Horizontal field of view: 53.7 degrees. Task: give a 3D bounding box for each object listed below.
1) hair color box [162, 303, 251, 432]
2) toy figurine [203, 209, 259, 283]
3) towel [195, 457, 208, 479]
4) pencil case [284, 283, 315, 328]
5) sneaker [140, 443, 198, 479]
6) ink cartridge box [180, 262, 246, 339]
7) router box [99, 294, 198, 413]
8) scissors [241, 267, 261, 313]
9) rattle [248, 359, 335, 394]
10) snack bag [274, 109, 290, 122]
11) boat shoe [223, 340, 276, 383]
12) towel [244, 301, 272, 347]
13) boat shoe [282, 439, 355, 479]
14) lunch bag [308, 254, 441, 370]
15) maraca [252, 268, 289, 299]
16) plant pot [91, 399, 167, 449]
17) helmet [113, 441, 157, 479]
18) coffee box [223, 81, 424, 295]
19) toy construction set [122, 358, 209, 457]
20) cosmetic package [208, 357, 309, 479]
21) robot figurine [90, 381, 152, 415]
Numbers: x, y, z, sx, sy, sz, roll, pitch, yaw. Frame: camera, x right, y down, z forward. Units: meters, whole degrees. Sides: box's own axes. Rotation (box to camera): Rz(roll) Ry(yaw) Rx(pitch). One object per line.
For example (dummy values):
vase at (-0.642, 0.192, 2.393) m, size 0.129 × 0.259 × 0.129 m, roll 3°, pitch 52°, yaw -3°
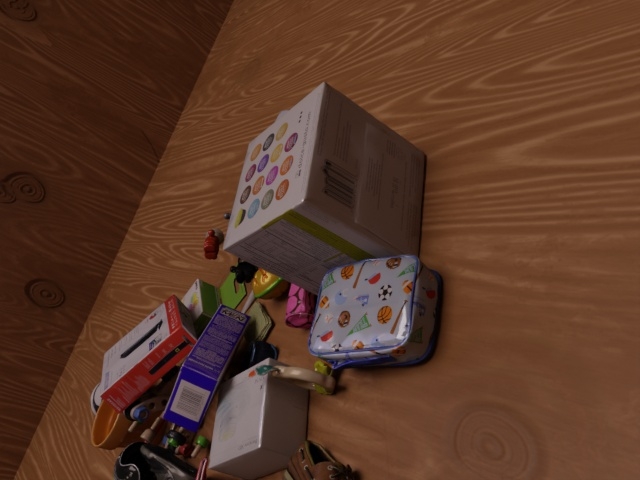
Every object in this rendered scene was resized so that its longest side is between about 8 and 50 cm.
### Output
hair color box at (-0.307, 0.341, 1.747) m, size 0.339 × 0.110 × 0.185 m, roll -64°, pitch -1°, yaw -68°
toy figurine at (-0.247, 0.004, 2.004) m, size 0.209 × 0.213 × 0.148 m, roll -47°, pitch 16°, yaw 18°
towel at (-0.315, 0.672, 1.599) m, size 0.275 × 0.031 × 0.199 m, roll 110°, pitch 171°, yaw -59°
pencil case at (-0.043, 0.127, 1.693) m, size 0.098 × 0.095 × 0.210 m, roll -42°, pitch 36°, yaw 52°
sneaker at (-0.449, 0.678, 1.812) m, size 0.227 × 0.087 × 0.130 m, roll 23°, pitch 90°, yaw 28°
ink cartridge box at (-0.370, 0.199, 2.138) m, size 0.255 × 0.097 × 0.189 m, roll -51°, pitch 31°, yaw 19°
router box at (-0.524, 0.334, 1.933) m, size 0.301 × 0.082 × 0.335 m, roll -41°, pitch 19°, yaw -6°
scissors at (-0.174, 0.124, 1.955) m, size 0.021 × 0.108 × 0.297 m, roll -75°, pitch 0°, yaw -70°
rattle at (-0.052, 0.275, 1.474) m, size 0.130 × 0.199 × 0.143 m, roll 64°, pitch -138°, yaw -82°
snack bag at (-0.141, -0.322, 2.281) m, size 0.323 × 0.037 × 0.343 m, roll 18°, pitch 81°, yaw 61°
boat shoe at (-0.220, 0.389, 1.752) m, size 0.109 × 0.089 × 0.259 m, roll 19°, pitch 82°, yaw 60°
towel at (-0.191, 0.255, 1.883) m, size 0.110 × 0.027 × 0.148 m, roll -58°, pitch 31°, yaw 9°
boat shoe at (0.015, 0.495, 1.276) m, size 0.307 × 0.110 × 0.105 m, roll 12°, pitch 77°, yaw 59°
lunch bag at (0.110, 0.166, 1.378) m, size 0.303 × 0.115 × 0.243 m, roll -15°, pitch 54°, yaw 41°
maraca at (-0.127, 0.106, 1.834) m, size 0.185 × 0.099 × 0.127 m, roll -36°, pitch 19°, yaw 30°
plant pot at (-0.624, 0.604, 2.099) m, size 0.205 × 0.187 × 0.205 m, roll -36°, pitch 39°, yaw 36°
helmet at (-0.546, 0.706, 1.918) m, size 0.161 × 0.169 × 0.170 m, roll 7°, pitch 70°, yaw 40°
coffee box at (0.013, -0.099, 1.548) m, size 0.334 × 0.338 × 0.338 m, roll -27°, pitch 44°, yaw 46°
toy construction set at (-0.453, 0.503, 1.941) m, size 0.237 × 0.257 × 0.309 m, roll -59°, pitch 12°, yaw -31°
cosmetic package at (-0.150, 0.442, 1.553) m, size 0.224 × 0.138 × 0.225 m, roll -35°, pitch 40°, yaw 39°
robot figurine at (-0.726, 0.568, 2.299) m, size 0.278 × 0.209 × 0.174 m, roll -25°, pitch 81°, yaw 46°
